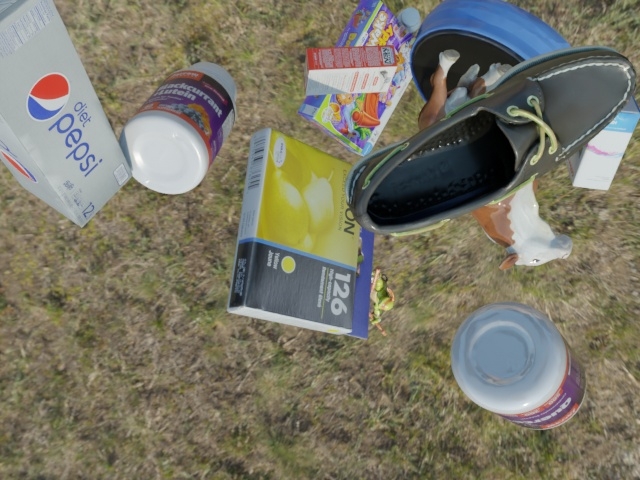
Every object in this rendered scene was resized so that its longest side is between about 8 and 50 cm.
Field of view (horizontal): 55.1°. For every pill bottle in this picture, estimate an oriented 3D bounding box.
[{"bbox_3d":[-0.170,-0.154,0.786,0.108,0.193,0.108,6,129,7],"label":"pill bottle"},{"bbox_3d":[0.243,-0.606,1.714,0.067,0.120,0.067,0,91,0],"label":"pill bottle"},{"bbox_3d":[0.362,0.233,1.085,0.182,0.323,0.181,-14,62,27],"label":"pill bottle"}]

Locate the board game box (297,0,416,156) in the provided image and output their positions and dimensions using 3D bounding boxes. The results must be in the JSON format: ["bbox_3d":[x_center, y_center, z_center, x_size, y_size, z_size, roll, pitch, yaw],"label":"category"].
[{"bbox_3d":[0.118,-0.433,1.664,0.078,0.233,0.347,31,92,47],"label":"board game box"}]

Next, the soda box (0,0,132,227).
[{"bbox_3d":[-0.278,-0.130,0.593,0.098,0.286,0.091,32,68,13],"label":"soda box"}]

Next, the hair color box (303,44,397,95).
[{"bbox_3d":[0.054,-0.326,1.175,0.167,0.093,0.053,-3,74,-7],"label":"hair color box"}]

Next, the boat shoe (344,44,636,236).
[{"bbox_3d":[0.126,-0.067,0.440,0.228,0.068,0.081,-28,105,7],"label":"boat shoe"}]

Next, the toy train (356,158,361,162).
[{"bbox_3d":[0.082,-0.159,1.579,0.027,0.158,0.036,4,136,36],"label":"toy train"}]

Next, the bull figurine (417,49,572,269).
[{"bbox_3d":[0.228,-0.110,0.819,0.310,0.101,0.188,58,153,33],"label":"bull figurine"}]

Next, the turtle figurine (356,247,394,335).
[{"bbox_3d":[0.137,0.111,1.636,0.087,0.269,0.217,-27,47,-12],"label":"turtle figurine"}]

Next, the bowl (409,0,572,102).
[{"bbox_3d":[0.349,-0.311,1.243,0.391,0.391,0.077,35,76,13],"label":"bowl"}]

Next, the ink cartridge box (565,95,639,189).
[{"bbox_3d":[0.374,-0.143,0.826,0.052,0.088,0.122,5,132,6],"label":"ink cartridge box"}]

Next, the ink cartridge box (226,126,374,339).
[{"bbox_3d":[0.000,0.000,1.064,0.072,0.307,0.303,-15,64,51],"label":"ink cartridge box"}]
